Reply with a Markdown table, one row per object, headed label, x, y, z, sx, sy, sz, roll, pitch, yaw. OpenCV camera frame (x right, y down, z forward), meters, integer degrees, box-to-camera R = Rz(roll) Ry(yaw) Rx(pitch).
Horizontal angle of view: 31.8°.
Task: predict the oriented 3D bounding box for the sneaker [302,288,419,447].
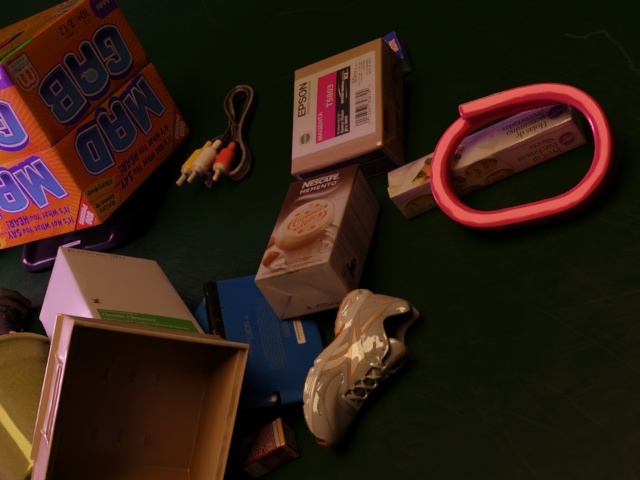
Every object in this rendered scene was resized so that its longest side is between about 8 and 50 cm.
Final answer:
| label | x | y | z | sx | sy | sz | roll | pitch | yaw |
| --- | --- | --- | --- | --- | --- | --- | --- | --- | --- |
| sneaker | 0.064 | 0.186 | 1.665 | 0.121 | 0.099 | 0.262 | 1 | 57 | 36 |

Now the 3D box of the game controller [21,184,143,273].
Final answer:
| label | x | y | z | sx | sy | sz | roll | pitch | yaw |
| --- | --- | --- | --- | --- | --- | --- | --- | --- | --- |
| game controller | -0.507 | -0.030 | 2.381 | 0.319 | 0.067 | 0.167 | -16 | 61 | 30 |

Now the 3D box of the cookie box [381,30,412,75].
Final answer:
| label | x | y | z | sx | sy | sz | roll | pitch | yaw |
| --- | --- | --- | --- | --- | --- | --- | --- | --- | --- |
| cookie box | 0.112 | -0.333 | 2.130 | 0.107 | 0.040 | 0.092 | -30 | 42 | 18 |

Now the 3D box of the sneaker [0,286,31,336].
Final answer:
| label | x | y | z | sx | sy | sz | roll | pitch | yaw |
| --- | --- | --- | --- | --- | --- | --- | --- | --- | --- |
| sneaker | -0.623 | 0.169 | 2.249 | 0.295 | 0.104 | 0.147 | 5 | 64 | 48 |

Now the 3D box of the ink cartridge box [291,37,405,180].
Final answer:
| label | x | y | z | sx | sy | sz | roll | pitch | yaw |
| --- | --- | --- | --- | --- | --- | --- | --- | --- | --- |
| ink cartridge box | 0.049 | -0.223 | 2.018 | 0.193 | 0.088 | 0.235 | -16 | 58 | 28 |

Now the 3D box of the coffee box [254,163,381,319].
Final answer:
| label | x | y | z | sx | sy | sz | roll | pitch | yaw |
| --- | --- | --- | --- | --- | --- | --- | --- | --- | --- |
| coffee box | 0.000 | 0.000 | 1.843 | 0.141 | 0.098 | 0.246 | -14 | 36 | 27 |

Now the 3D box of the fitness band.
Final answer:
| label | x | y | z | sx | sy | sz | roll | pitch | yaw |
| --- | --- | --- | --- | --- | --- | --- | --- | --- | --- |
| fitness band | 0.303 | -0.124 | 1.707 | 0.290 | 0.054 | 0.209 | -13 | 76 | 27 |

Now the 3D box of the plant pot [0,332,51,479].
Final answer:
| label | x | y | z | sx | sy | sz | roll | pitch | yaw |
| --- | --- | --- | --- | --- | --- | --- | --- | --- | --- |
| plant pot | -0.484 | 0.337 | 1.888 | 0.276 | 0.276 | 0.254 | -47 | 51 | -5 |

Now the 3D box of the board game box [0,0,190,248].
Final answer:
| label | x | y | z | sx | sy | sz | roll | pitch | yaw |
| --- | --- | --- | --- | --- | --- | --- | --- | --- | --- |
| board game box | -0.561 | -0.243 | 2.287 | 0.356 | 0.356 | 0.356 | -11 | 28 | 35 |

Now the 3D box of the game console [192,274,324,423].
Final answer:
| label | x | y | z | sx | sy | sz | roll | pitch | yaw |
| --- | --- | --- | --- | --- | --- | --- | --- | --- | --- |
| game console | -0.122 | 0.216 | 1.847 | 0.250 | 0.173 | 0.293 | -9 | 43 | -7 |

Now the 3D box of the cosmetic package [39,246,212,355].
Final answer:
| label | x | y | z | sx | sy | sz | roll | pitch | yaw |
| --- | --- | --- | --- | --- | --- | --- | --- | --- | --- |
| cosmetic package | -0.333 | 0.156 | 1.881 | 0.365 | 0.197 | 0.155 | 44 | 121 | 57 |

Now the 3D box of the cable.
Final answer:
| label | x | y | z | sx | sy | sz | roll | pitch | yaw |
| --- | --- | --- | --- | --- | --- | --- | --- | --- | --- |
| cable | -0.181 | -0.216 | 2.250 | 0.139 | 0.072 | 0.287 | -1 | 54 | 33 |

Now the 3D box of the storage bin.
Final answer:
| label | x | y | z | sx | sy | sz | roll | pitch | yaw |
| --- | --- | --- | --- | --- | --- | --- | --- | --- | --- |
| storage bin | -0.268 | 0.252 | 1.634 | 0.123 | 0.262 | 0.260 | 12 | 91 | 64 |

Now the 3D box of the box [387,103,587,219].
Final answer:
| label | x | y | z | sx | sy | sz | roll | pitch | yaw |
| --- | --- | --- | --- | --- | --- | --- | --- | --- | --- |
| box | 0.261 | -0.132 | 1.804 | 0.324 | 0.067 | 0.063 | -23 | 44 | 22 |

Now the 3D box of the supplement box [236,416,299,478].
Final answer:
| label | x | y | z | sx | sy | sz | roll | pitch | yaw |
| --- | --- | --- | --- | --- | --- | --- | --- | --- | --- |
| supplement box | -0.080 | 0.316 | 1.707 | 0.083 | 0.043 | 0.055 | -30 | 41 | 15 |
